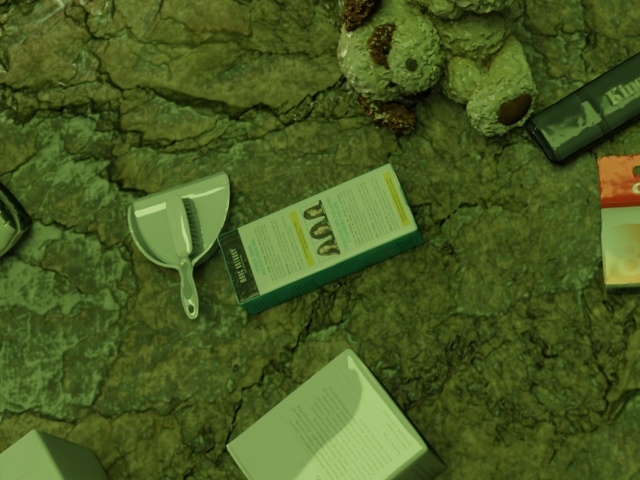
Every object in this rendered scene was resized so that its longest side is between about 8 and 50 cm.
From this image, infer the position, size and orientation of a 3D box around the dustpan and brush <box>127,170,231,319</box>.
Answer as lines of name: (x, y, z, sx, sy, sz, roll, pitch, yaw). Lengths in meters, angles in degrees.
dustpan and brush: (-0.176, 0.011, 1.553, 0.147, 0.060, 0.211, -17, 68, 9)

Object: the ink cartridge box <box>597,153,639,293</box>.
ink cartridge box: (0.409, -0.028, 1.420, 0.145, 0.045, 0.179, -4, 73, 13)

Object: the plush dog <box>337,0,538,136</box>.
plush dog: (0.130, -0.259, 1.499, 0.225, 0.262, 0.211, -17, 35, -1)

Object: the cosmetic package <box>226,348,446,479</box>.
cosmetic package: (0.022, 0.250, 1.370, 0.183, 0.151, 0.151, -38, 66, -1)

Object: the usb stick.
usb stick: (0.389, -0.189, 1.478, 0.278, 0.045, 0.077, -31, 66, 3)

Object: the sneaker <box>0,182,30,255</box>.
sneaker: (-0.522, -0.078, 1.658, 0.110, 0.107, 0.275, -44, 66, 8)

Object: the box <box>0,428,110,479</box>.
box: (-0.304, 0.430, 1.388, 0.215, 0.168, 0.345, -37, 67, 1)

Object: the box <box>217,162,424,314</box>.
box: (0.000, 0.000, 1.510, 0.244, 0.060, 0.101, -23, 67, 7)
